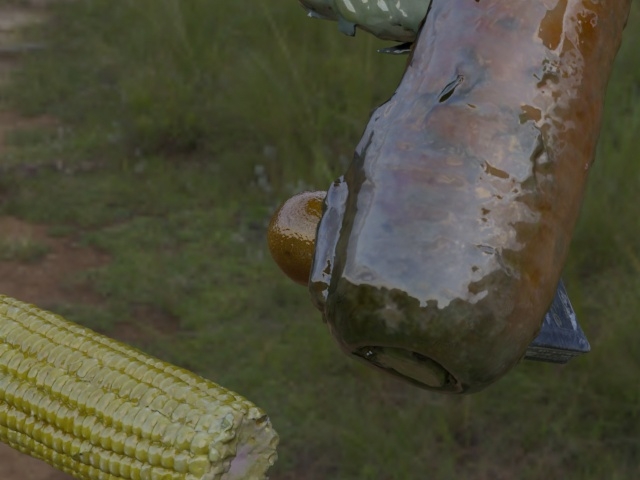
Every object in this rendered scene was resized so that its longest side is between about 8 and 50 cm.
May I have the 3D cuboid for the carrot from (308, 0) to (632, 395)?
[{"bbox_3d":[0.098,-0.063,0.733,0.138,0.302,0.139,25,-9,4],"label":"carrot"}]

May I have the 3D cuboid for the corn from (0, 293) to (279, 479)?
[{"bbox_3d":[-0.100,0.070,0.564,0.165,0.063,0.085,18,-17,26],"label":"corn"}]

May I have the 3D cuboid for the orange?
[{"bbox_3d":[0.000,0.000,0.994,0.085,0.085,0.085,4,11,-1],"label":"orange"}]

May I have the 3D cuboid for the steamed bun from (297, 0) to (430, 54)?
[{"bbox_3d":[0.066,-0.297,0.942,0.268,0.280,0.207,24,34,19],"label":"steamed bun"}]

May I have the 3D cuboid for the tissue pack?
[{"bbox_3d":[0.230,0.075,1.440,0.051,0.112,0.156,-29,-23,29],"label":"tissue pack"}]
